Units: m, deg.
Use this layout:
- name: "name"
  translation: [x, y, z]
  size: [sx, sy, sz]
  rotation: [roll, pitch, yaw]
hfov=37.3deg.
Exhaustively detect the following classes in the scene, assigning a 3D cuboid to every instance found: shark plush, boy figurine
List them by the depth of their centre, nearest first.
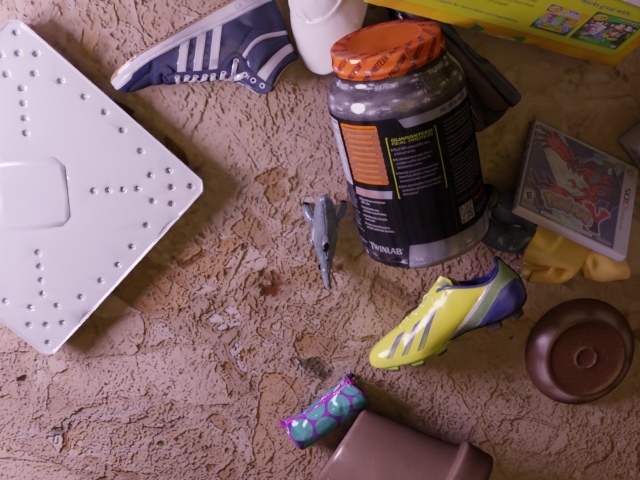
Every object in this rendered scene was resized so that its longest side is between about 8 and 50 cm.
- name: "shark plush"
  translation: [0.000, 0.000, 1.553]
  size: [0.073, 0.067, 0.161]
  rotation: [9, 102, -7]
- name: "boy figurine"
  translation: [0.388, -0.010, 1.573]
  size: [0.285, 0.092, 0.177]
  rotation: [18, 97, -10]

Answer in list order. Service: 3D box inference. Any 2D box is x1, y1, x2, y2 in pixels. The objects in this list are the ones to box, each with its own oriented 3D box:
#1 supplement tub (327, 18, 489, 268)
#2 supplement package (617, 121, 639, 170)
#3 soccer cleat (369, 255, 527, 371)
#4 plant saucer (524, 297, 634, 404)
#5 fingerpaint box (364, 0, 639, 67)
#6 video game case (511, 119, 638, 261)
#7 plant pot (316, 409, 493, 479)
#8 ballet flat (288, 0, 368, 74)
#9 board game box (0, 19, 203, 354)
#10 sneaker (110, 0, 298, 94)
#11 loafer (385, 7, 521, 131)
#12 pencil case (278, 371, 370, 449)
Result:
- name: "supplement tub"
  translation: [0.130, -0.145, 1.427]
  size: [0.207, 0.207, 0.337]
  rotation: [-15, 118, -1]
- name: "supplement package"
  translation: [0.643, -0.127, 1.478]
  size: [0.199, 0.262, 0.198]
  rotation: [-39, 104, 5]
- name: "soccer cleat"
  translation: [0.199, 0.120, 1.574]
  size: [0.289, 0.093, 0.121]
  rotation: [-28, 102, 15]
- name: "plant saucer"
  translation: [0.459, 0.200, 1.658]
  size: [0.199, 0.036, 0.198]
  rotation: [-1, 102, -5]
- name: "fingerpaint box"
  translation: [0.328, -0.442, 1.269]
  size: [0.445, 0.371, 0.163]
  rotation: [8, 62, -23]
- name: "video game case"
  translation: [0.416, -0.082, 1.534]
  size: [0.201, 0.023, 0.183]
  rotation: [23, 60, -8]
- name: "plant pot"
  translation: [0.126, 0.407, 1.591]
  size: [0.229, 0.263, 0.263]
  rotation: [34, 99, 8]
- name: "ballet flat"
  translation: [0.018, -0.452, 1.407]
  size: [0.139, 0.139, 0.400]
  rotation: [15, 99, -8]
- name: "board game box"
  translation: [-0.453, -0.078, 1.504]
  size: [0.390, 0.050, 0.390]
  rotation: [42, 97, -12]
- name: "sneaker"
  translation: [-0.170, -0.263, 1.460]
  size: [0.282, 0.099, 0.153]
  rotation: [-30, 102, -1]
- name: "loafer"
  translation: [0.182, -0.290, 1.485]
  size: [0.302, 0.109, 0.095]
  rotation: [39, 101, -15]
- name: "pencil case"
  translation: [0.008, 0.293, 1.625]
  size: [0.152, 0.064, 0.070]
  rotation: [-37, 119, 4]
